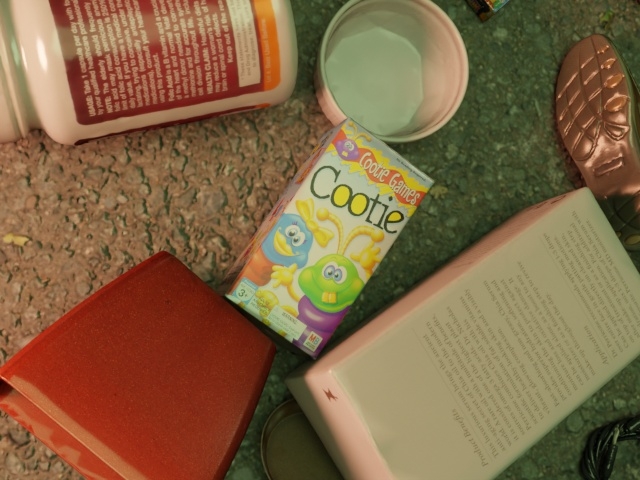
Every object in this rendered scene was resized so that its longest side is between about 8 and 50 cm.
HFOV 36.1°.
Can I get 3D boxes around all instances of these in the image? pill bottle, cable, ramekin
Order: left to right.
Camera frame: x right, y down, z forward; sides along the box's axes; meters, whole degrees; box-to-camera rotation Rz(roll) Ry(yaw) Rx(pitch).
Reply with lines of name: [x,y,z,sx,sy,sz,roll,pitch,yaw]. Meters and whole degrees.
pill bottle: [-0.244,-0.242,1.203,0.392,0.224,0.224,-13,89,-14]
ramekin: [0.087,-0.227,1.338,0.207,0.109,0.207,1,86,-13]
cable: [0.460,0.348,1.414,0.150,0.047,0.184,-24,92,-14]

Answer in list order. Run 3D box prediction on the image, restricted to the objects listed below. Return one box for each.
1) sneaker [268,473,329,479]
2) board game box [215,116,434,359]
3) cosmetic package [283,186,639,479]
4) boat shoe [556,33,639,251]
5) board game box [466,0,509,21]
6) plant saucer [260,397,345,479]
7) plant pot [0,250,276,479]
sneaker: [0.008,0.346,1.299,0.178,0.072,0.077,15,72,-17]
board game box: [0.000,0.000,1.282,0.142,0.144,0.275,36,80,-9]
cosmetic package: [0.208,0.145,1.273,0.453,0.161,0.230,-32,93,-25]
boat shoe: [0.431,-0.139,1.421,0.116,0.123,0.324,2,74,-46]
board game box: [0.258,-0.425,1.423,0.170,0.048,0.141,-41,95,-12]
plant saucer: [-0.004,0.285,1.286,0.168,0.029,0.168,14,50,-17]
plant pot: [-0.211,0.168,1.175,0.267,0.267,0.236,41,66,-7]
